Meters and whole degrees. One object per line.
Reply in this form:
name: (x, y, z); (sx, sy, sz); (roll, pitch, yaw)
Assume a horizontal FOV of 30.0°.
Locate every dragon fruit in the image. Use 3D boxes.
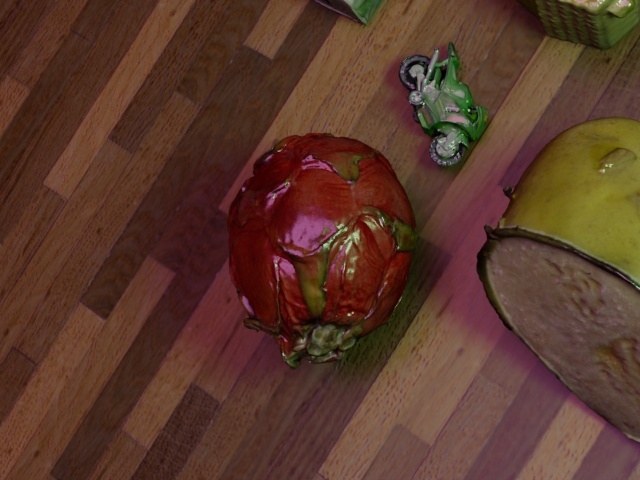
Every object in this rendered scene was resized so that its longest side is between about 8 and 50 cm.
dragon fruit: (0.000, 0.000, 1.687); (0.277, 0.277, 0.342); (-23, 53, 13)

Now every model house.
model house: (0.353, -0.375, 1.699); (0.175, 0.193, 0.234); (-38, 70, 7)

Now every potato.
potato: (0.420, 0.027, 1.558); (0.397, 0.290, 0.296); (41, 64, 5)

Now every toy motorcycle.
toy motorcycle: (0.188, -0.203, 1.781); (0.106, 0.074, 0.190); (-21, 69, 4)

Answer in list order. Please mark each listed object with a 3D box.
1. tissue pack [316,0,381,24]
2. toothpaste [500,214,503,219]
tissue pack: (0.052, -0.484, 1.857); (0.159, 0.145, 0.229); (33, 89, 24)
toothpaste: (0.300, -0.025, 1.721); (0.083, 0.019, 0.027); (12, 57, 21)
